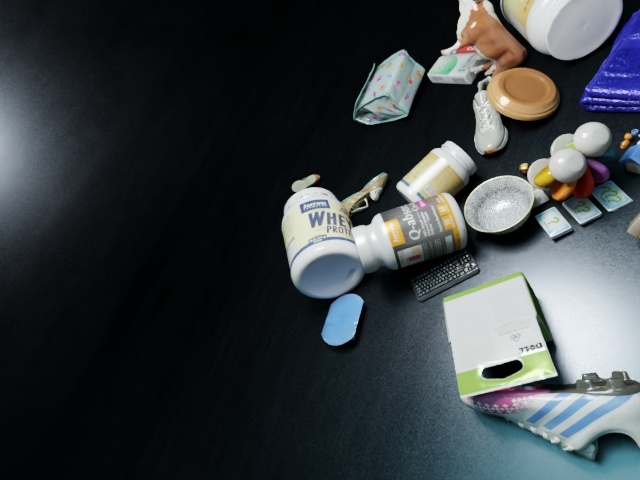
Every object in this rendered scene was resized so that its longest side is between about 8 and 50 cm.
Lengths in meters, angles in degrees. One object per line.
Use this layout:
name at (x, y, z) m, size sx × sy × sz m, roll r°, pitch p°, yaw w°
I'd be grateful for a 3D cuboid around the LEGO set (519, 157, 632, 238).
LEGO set at (0.593, -0.141, 1.002) m, size 0.183 × 0.060 × 0.244 m, roll -30°, pitch 43°, yaw 19°

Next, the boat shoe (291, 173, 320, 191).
boat shoe at (-0.063, -0.245, 1.740) m, size 0.137 × 0.049 × 0.043 m, roll -23°, pitch 4°, yaw 34°

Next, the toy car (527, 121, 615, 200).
toy car at (0.584, -0.168, 0.924) m, size 0.182 × 0.136 × 0.159 m, roll -47°, pitch -4°, yaw 2°

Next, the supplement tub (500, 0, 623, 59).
supplement tub at (0.695, -0.694, 1.196) m, size 0.229 × 0.228 × 0.315 m, roll -30°, pitch 43°, yaw 25°

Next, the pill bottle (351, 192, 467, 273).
pill bottle at (0.235, -0.014, 1.103) m, size 0.279 × 0.162 × 0.162 m, roll -18°, pitch 45°, yaw 5°

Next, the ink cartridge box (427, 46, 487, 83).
ink cartridge box at (0.528, -0.675, 1.487) m, size 0.224 × 0.056 × 0.181 m, roll -56°, pitch 39°, yaw -3°

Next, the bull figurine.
bull figurine at (0.506, -0.631, 1.284) m, size 0.188 × 0.311 × 0.101 m, roll -37°, pitch 26°, yaw 43°

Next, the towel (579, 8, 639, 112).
towel at (0.822, -0.457, 1.006) m, size 0.228 × 0.076 × 0.308 m, roll 25°, pitch 79°, yaw 51°

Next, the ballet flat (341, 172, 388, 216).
ballet flat at (0.165, -0.155, 1.438) m, size 0.206 × 0.073 × 0.067 m, roll -37°, pitch 68°, yaw 22°

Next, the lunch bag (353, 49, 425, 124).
lunch bag at (0.249, -0.588, 1.612) m, size 0.262 × 0.160 × 0.223 m, roll 3°, pitch 66°, yaw 58°

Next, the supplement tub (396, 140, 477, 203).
supplement tub at (0.342, -0.179, 1.205) m, size 0.200 × 0.144 × 0.144 m, roll -44°, pitch 39°, yaw 9°

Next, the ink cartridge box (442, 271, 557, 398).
ink cartridge box at (0.378, 0.213, 0.860) m, size 0.189 × 0.097 × 0.255 m, roll -27°, pitch 33°, yaw 28°

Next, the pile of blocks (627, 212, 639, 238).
pile of blocks at (0.690, 0.056, 0.734) m, size 0.361 × 0.149 × 0.112 m, roll -82°, pitch 4°, yaw -45°

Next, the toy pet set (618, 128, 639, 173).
toy pet set at (0.728, -0.213, 0.915) m, size 0.114 × 0.065 × 0.122 m, roll -50°, pitch 38°, yaw 1°

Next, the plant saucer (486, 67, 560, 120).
plant saucer at (0.582, -0.427, 1.162) m, size 0.200 × 0.037 × 0.199 m, roll -2°, pitch 61°, yaw 3°

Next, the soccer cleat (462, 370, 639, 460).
soccer cleat at (0.423, 0.329, 0.757) m, size 0.332 × 0.116 × 0.142 m, roll -22°, pitch 73°, yaw 44°

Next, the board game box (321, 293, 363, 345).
board game box at (0.074, 0.244, 1.230) m, size 0.133 × 0.033 × 0.168 m, roll -13°, pitch 47°, yaw 44°

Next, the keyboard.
keyboard at (0.329, 0.083, 1.111) m, size 0.180 × 0.023 × 0.108 m, roll -32°, pitch 42°, yaw 21°

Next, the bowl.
bowl at (0.469, -0.075, 1.050) m, size 0.170 × 0.080 × 0.170 m, roll -25°, pitch 45°, yaw 28°

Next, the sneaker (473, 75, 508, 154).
sneaker at (0.498, -0.379, 1.227) m, size 0.099 × 0.121 × 0.262 m, roll -14°, pitch 52°, yaw 39°

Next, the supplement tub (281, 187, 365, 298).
supplement tub at (0.000, 0.000, 1.328) m, size 0.236 × 0.235 × 0.324 m, roll -36°, pitch 41°, yaw 18°
